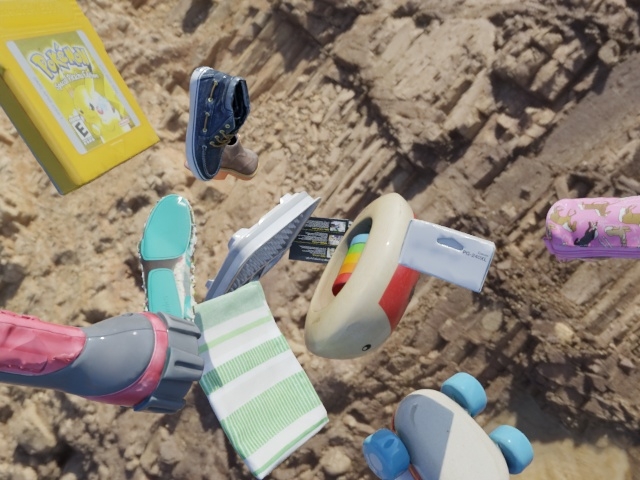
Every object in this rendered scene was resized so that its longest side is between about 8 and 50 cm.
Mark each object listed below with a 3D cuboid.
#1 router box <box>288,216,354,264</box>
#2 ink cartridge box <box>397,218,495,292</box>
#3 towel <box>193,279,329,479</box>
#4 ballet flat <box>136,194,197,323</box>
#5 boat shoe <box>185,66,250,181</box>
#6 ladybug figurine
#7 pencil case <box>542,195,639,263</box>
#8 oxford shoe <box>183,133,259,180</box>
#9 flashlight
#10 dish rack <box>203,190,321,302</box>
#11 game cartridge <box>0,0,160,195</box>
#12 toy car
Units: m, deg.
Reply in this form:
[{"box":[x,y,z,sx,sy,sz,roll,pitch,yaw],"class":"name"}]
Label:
[{"box":[0.000,0.000,1.703,0.179,0.046,0.133,7,88,27],"class":"router box"},{"box":[0.171,0.017,0.792,0.109,0.150,0.063,19,97,15],"class":"ink cartridge box"},{"box":[-0.122,0.249,1.120,0.038,0.248,0.324,-30,85,34],"class":"towel"},{"box":[-0.228,0.048,0.893,0.077,0.091,0.240,101,167,-62],"class":"ballet flat"},{"box":[-0.157,-0.169,0.918,0.083,0.065,0.183,20,121,25],"class":"boat shoe"},{"box":[0.116,0.084,1.355,0.305,0.162,0.449,-37,22,57],"class":"ladybug figurine"},{"box":[0.691,-0.022,1.284,0.386,0.167,0.160,1,89,49],"class":"pencil case"},{"box":[-0.256,-0.257,1.734,0.132,0.130,0.364,-65,-10,15],"class":"oxford shoe"},{"box":[-0.246,0.083,0.509,0.103,0.304,0.103,1,72,42],"class":"flashlight"},{"box":[-0.150,0.024,1.383,0.285,0.072,0.333,-41,-7,-39],"class":"dish rack"},{"box":[-0.414,-0.262,0.959,0.053,0.323,0.285,-21,18,19],"class":"game cartridge"},{"box":[0.183,0.378,0.989,0.210,0.219,0.238,50,147,23],"class":"toy car"}]
